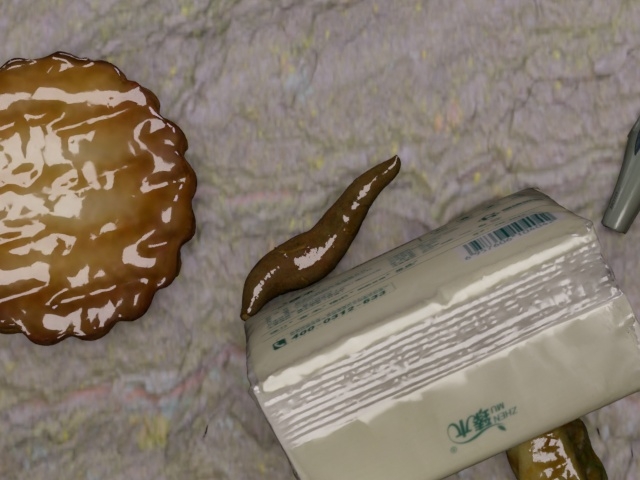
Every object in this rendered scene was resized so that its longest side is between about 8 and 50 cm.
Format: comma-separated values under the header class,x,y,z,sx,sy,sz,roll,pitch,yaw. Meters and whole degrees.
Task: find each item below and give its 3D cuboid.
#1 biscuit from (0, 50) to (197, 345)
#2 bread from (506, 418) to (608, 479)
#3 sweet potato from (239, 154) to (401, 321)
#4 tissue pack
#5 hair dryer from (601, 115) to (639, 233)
class,x,y,z,sx,sy,sz,roll,pitch,yaw
biscuit,-0.296,-0.045,1.807,0.325,0.107,0.326,0,87,-2
bread,0.287,0.307,1.785,0.098,0.087,0.269,-24,87,1
sweet potato,0.002,0.000,1.815,0.249,0.069,0.059,-41,54,2
tissue pack,0.122,0.112,1.686,0.380,0.297,0.207,-25,100,2
hair dryer,0.395,-0.052,1.778,0.167,0.067,0.199,-56,47,18
